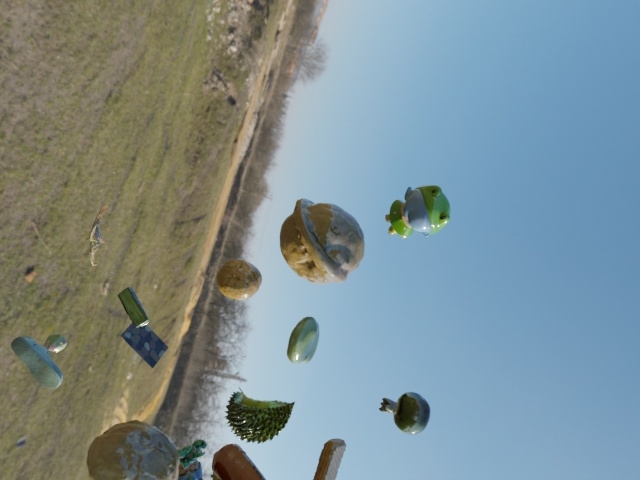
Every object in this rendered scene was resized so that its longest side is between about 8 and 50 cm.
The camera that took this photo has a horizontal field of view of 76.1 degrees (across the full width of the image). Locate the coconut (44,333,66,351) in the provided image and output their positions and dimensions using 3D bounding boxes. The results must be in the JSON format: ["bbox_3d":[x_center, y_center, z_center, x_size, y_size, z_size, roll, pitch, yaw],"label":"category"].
[{"bbox_3d":[-1.180,0.456,1.826,0.081,0.082,0.083,-58,-154,8],"label":"coconut"}]

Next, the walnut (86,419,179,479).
[{"bbox_3d":[-0.489,0.587,1.086,0.198,0.245,0.198,-53,-173,9],"label":"walnut"}]

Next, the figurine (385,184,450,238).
[{"bbox_3d":[0.301,-0.085,1.298,0.263,0.143,0.162,-25,-105,63],"label":"figurine"}]

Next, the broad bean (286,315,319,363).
[{"bbox_3d":[-0.058,0.348,1.424,0.228,0.100,0.169,82,33,-74],"label":"broad bean"}]

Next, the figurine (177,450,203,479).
[{"bbox_3d":[-0.545,0.948,1.710,0.178,0.114,0.144,146,-55,-74],"label":"figurine"}]

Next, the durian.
[{"bbox_3d":[-0.258,0.696,1.631,0.352,0.169,0.158,-9,-83,37],"label":"durian"}]

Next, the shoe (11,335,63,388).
[{"bbox_3d":[-0.870,0.369,1.281,0.079,0.195,0.078,-35,-169,10],"label":"shoe"}]

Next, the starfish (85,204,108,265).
[{"bbox_3d":[-0.907,-0.015,1.658,0.138,0.050,0.247,-92,-155,-49],"label":"starfish"}]

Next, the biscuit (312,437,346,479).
[{"bbox_3d":[0.000,0.934,1.535,0.054,0.094,0.378,14,-99,38],"label":"biscuit"}]

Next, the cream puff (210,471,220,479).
[{"bbox_3d":[-0.422,1.096,1.905,0.156,0.156,0.121,-140,-126,-77],"label":"cream puff"}]

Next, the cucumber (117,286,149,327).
[{"bbox_3d":[-0.899,0.328,1.986,0.078,0.211,0.062,-39,161,-4],"label":"cucumber"}]

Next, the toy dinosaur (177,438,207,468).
[{"bbox_3d":[-0.413,0.689,1.339,0.132,0.096,0.059,-19,-89,53],"label":"toy dinosaur"}]

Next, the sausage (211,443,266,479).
[{"bbox_3d":[-0.179,0.635,1.037,0.097,0.094,0.348,-43,-150,-21],"label":"sausage"}]

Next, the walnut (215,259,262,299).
[{"bbox_3d":[-0.394,0.193,1.991,0.195,0.222,0.195,17,90,-74],"label":"walnut"}]

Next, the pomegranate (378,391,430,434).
[{"bbox_3d":[0.237,0.476,1.146,0.114,0.142,0.114,-160,-90,-86],"label":"pomegranate"}]

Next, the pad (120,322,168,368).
[{"bbox_3d":[-0.884,0.512,2.068,0.003,0.235,0.158,-28,-162,23],"label":"pad"}]

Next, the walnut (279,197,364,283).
[{"bbox_3d":[0.001,0.013,1.780,0.383,0.384,0.383,-162,-90,-78],"label":"walnut"}]
